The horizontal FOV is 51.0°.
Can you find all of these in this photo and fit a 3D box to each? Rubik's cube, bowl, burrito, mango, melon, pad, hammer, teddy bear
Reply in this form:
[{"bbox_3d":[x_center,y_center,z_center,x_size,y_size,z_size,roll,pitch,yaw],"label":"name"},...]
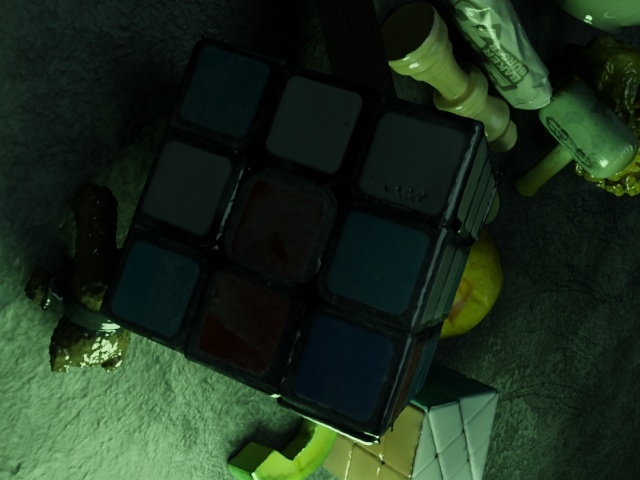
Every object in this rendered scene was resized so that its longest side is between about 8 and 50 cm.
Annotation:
[{"bbox_3d":[0.000,0.000,0.852,0.362,0.359,0.363,9,102,-75],"label":"Rubik's cube"},{"bbox_3d":[0.572,-0.517,1.345,0.337,0.337,0.157,-3,131,-41],"label":"bowl"},{"bbox_3d":[0.283,-0.413,1.197,0.101,0.139,0.445,-38,124,10],"label":"burrito"},{"bbox_3d":[0.176,0.078,1.229,0.365,0.182,0.253,-16,116,-26],"label":"mango"},{"bbox_3d":[0.168,0.355,1.259,0.231,0.225,0.221,3,101,-42],"label":"Rubik's cube"},{"bbox_3d":[-0.053,0.376,1.184,0.209,0.064,0.118,-33,117,-33],"label":"melon"},{"bbox_3d":[0.042,-0.315,0.939,0.220,0.004,0.330,21,53,-56],"label":"pad"},{"bbox_3d":[0.492,-0.172,1.375,0.113,0.202,0.305,-29,165,-25],"label":"hammer"},{"bbox_3d":[-0.270,0.053,0.843,0.182,0.129,0.251,13,97,-24],"label":"teddy bear"}]

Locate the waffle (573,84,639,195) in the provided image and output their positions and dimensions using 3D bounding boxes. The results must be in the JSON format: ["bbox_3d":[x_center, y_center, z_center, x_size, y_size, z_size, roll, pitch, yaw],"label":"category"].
[{"bbox_3d":[0.722,-0.269,1.537,0.151,0.261,0.324,17,91,-19],"label":"waffle"}]

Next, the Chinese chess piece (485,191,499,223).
[{"bbox_3d":[0.341,-0.076,1.414,0.084,0.034,0.084,-12,108,-39],"label":"Chinese chess piece"}]

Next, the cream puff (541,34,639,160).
[{"bbox_3d":[0.558,-0.294,1.412,0.185,0.282,0.282,-1,106,-5],"label":"cream puff"}]

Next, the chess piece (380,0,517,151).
[{"bbox_3d":[0.257,-0.274,1.233,0.397,0.117,0.117,30,83,-45],"label":"chess piece"}]
